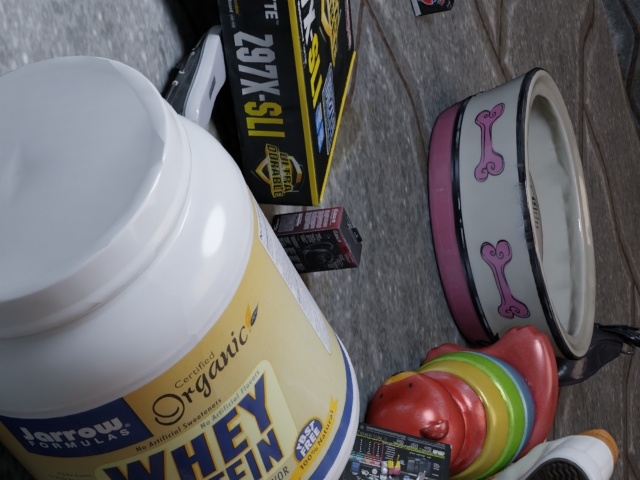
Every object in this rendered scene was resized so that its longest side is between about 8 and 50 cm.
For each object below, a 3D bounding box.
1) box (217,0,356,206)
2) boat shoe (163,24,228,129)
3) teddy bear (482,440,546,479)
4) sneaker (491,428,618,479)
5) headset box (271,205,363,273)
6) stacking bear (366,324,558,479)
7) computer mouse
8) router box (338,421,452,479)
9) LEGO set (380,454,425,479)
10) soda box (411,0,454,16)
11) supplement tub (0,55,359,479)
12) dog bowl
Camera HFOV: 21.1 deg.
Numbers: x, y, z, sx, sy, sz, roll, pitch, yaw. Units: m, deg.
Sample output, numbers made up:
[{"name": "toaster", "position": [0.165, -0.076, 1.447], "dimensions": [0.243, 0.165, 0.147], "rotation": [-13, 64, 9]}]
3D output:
[{"name": "box", "position": [-0.029, -0.232, 1.636], "dimensions": [0.257, 0.079, 0.322], "rotation": [-75, 164, -46]}, {"name": "boat shoe", "position": [-0.112, -0.145, 1.521], "dimensions": [0.142, 0.040, 0.049], "rotation": [-76, 165, -47]}, {"name": "teddy bear", "position": [0.267, 0.322, 2.314], "dimensions": [0.245, 0.113, 0.338], "rotation": [60, 29, -42]}, {"name": "sneaker", "position": [0.236, 0.309, 1.973], "dimensions": [0.106, 0.290, 0.123], "rotation": [53, 39, 3]}, {"name": "headset box", "position": [0.000, 0.000, 1.720], "dimensions": [0.062, 0.083, 0.032], "rotation": [62, 28, -43]}, {"name": "stacking bear", "position": [0.149, 0.202, 1.977], "dimensions": [0.289, 0.175, 0.164], "rotation": [-6, 81, -61]}, {"name": "computer mouse", "position": [0.383, 0.156, 2.648], "dimensions": [0.272, 0.188, 0.072], "rotation": [-25, 114, -59]}, {"name": "router box", "position": [0.072, 0.245, 1.777], "dimensions": [0.038, 0.122, 0.092], "rotation": [113, -11, -50]}, {"name": "LEGO set", "position": [0.137, 0.363, 1.558], "dimensions": [0.331, 0.192, 0.255], "rotation": [24, 71, -18]}, {"name": "soda box", "position": [0.161, -0.377, 2.367], "dimensions": [0.169, 0.053, 0.060], "rotation": [-72, 148, -52]}, {"name": "supplement tub", "position": [-0.125, 0.054, 1.127], "dimensions": [0.316, 0.228, 0.228], "rotation": [60, 29, -47]}, {"name": "dog bowl", "position": [0.267, -0.028, 2.392], "dimensions": [0.408, 0.150, 0.408], "rotation": [-8, 90, -70]}]
